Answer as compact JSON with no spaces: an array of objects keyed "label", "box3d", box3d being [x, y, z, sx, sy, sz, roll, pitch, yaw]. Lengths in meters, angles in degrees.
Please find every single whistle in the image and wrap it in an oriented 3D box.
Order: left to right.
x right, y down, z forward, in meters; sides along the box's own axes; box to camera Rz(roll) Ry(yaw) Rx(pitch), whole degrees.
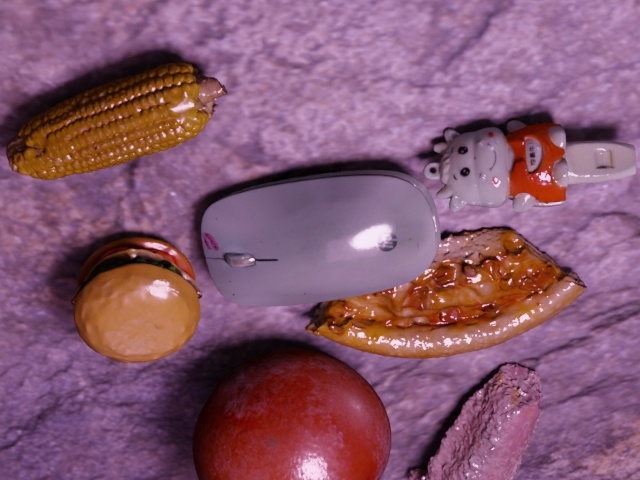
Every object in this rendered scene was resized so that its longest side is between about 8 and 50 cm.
[{"label":"whistle","box3d":[0.248,-0.088,1.686,0.253,0.106,0.102,-2,108,1]}]

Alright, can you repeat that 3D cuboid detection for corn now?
[{"label":"corn","box3d":[-0.230,-0.133,1.592,0.261,0.097,0.097,-17,129,9]}]

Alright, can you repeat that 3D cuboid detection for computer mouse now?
[{"label":"computer mouse","box3d":[0.001,0.002,1.708,0.288,0.097,0.160,-11,113,2]}]

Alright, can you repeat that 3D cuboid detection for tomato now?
[{"label":"tomato","box3d":[-0.044,0.264,1.838,0.264,0.265,0.265,-4,129,-5]}]

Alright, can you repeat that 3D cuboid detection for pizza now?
[{"label":"pizza","box3d":[0.161,0.068,1.820,0.365,0.074,0.182,-4,125,-4]}]

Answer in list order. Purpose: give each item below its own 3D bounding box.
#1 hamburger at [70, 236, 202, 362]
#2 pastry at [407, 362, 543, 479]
[{"label":"hamburger","box3d":[-0.227,0.073,1.743,0.162,0.115,0.162,-5,128,-7]},{"label":"pastry","box3d":[0.227,0.295,1.993,0.102,0.112,0.265,12,128,-30]}]
